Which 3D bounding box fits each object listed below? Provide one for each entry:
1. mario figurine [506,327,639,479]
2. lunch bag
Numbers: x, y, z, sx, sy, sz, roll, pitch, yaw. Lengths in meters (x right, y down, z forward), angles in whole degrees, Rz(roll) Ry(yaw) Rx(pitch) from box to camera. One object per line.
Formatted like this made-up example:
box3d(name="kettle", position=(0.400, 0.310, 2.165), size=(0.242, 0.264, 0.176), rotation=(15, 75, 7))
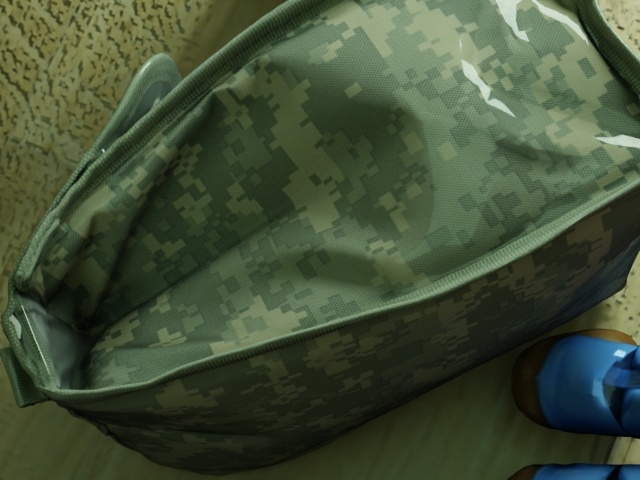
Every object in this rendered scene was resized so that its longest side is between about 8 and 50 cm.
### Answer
box3d(name="mario figurine", position=(0.237, 0.107, 0.618), size=(0.170, 0.320, 0.198), rotation=(-26, 103, -37))
box3d(name="lunch bag", position=(0.000, 0.000, 0.670), size=(0.287, 0.235, 0.169), rotation=(-28, 74, -3))
